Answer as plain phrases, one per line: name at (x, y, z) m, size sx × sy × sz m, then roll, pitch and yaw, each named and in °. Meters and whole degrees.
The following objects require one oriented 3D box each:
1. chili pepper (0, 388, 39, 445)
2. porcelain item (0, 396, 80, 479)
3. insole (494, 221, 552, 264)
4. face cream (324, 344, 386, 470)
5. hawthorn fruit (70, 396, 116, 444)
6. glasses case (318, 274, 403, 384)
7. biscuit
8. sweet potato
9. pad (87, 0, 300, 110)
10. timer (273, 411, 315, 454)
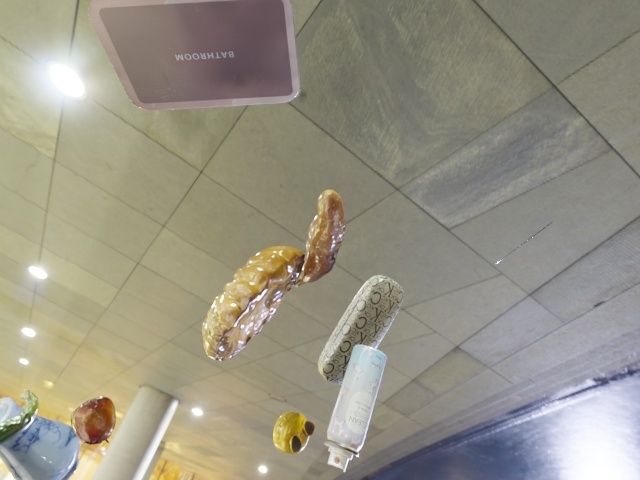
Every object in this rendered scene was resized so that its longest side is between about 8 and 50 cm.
chili pepper at (-0.632, 0.308, 0.636) m, size 0.358 × 0.085 × 0.077 m, roll 3°, pitch 122°, yaw -45°
porcelain item at (-0.648, 0.461, 0.962) m, size 0.141 × 0.141 × 0.259 m, roll 3°, pitch 134°, yaw 24°
insole at (0.305, 0.003, 0.639) m, size 0.002 × 0.134 × 0.045 m, roll 53°, pitch 149°, yaw 16°
face cream at (0.068, 0.328, 0.849) m, size 0.075 × 0.230 × 0.075 m, roll 17°, pitch 153°, yaw 9°
hawthorn fruit at (-0.391, 0.311, 0.738) m, size 0.077 × 0.077 × 0.077 m, roll 14°, pitch 144°, yaw 10°
glasses case at (0.120, 0.267, 1.270) m, size 0.137 × 0.355 × 0.085 m, roll 31°, pitch -179°, yaw -32°
biscuit at (-0.167, 0.142, 1.036) m, size 0.107 × 0.326 × 0.326 m, roll 35°, pitch 146°, yaw 11°
sweet potato at (0.011, -0.002, 1.072) m, size 0.095 × 0.106 × 0.355 m, roll 53°, pitch 147°, yaw 27°
pad at (-0.165, -0.260, 0.602) m, size 0.265 × 0.002 × 0.176 m, roll -3°, pitch 145°, yaw 1°
timer at (-0.083, 0.516, 1.147) m, size 0.109 × 0.107 × 0.107 m, roll -9°, pitch 135°, yaw 43°
